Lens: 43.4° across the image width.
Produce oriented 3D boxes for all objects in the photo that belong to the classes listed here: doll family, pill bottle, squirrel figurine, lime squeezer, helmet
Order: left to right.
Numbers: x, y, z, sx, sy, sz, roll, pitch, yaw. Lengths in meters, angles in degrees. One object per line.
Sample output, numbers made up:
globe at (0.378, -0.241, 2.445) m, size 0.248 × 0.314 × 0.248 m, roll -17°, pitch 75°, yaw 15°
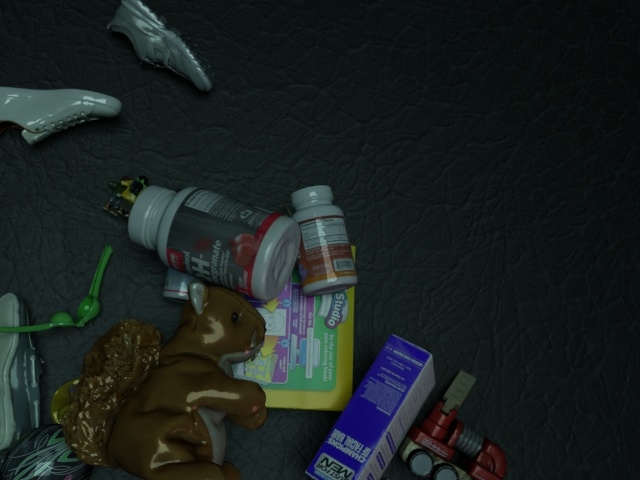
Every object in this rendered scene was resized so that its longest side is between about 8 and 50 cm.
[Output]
helmet at (-0.528, 0.437, 1.560) m, size 0.170 × 0.161 × 0.169 m, roll -1°, pitch 74°, yaw 3°
lime squeezer at (-0.524, 0.138, 1.669) m, size 0.310 × 0.059 × 0.109 m, roll -41°, pitch 129°, yaw -39°
doll family at (-0.379, -0.085, 1.767) m, size 0.193 × 0.076 × 0.111 m, roll 29°, pitch 71°, yaw -9°
squirrel figurine at (-0.287, 0.257, 1.529) m, size 0.397 × 0.281 × 0.370 m, roll 9°, pitch 77°, yaw 10°
pill bottle at (-0.286, 0.054, 1.746) m, size 0.087 × 0.087 × 0.160 m, roll 11°, pitch 78°, yaw -8°
pill bottle at (-0.216, -0.006, 1.617) m, size 0.319 × 0.176 × 0.176 m, roll 18°, pitch 75°, yaw 16°
pill bottle at (0.000, 0.000, 1.691) m, size 0.121 × 0.121 × 0.216 m, roll -9°, pitch 78°, yaw -12°

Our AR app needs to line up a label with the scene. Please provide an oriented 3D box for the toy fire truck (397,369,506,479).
toy fire truck at (0.313, 0.426, 1.771) m, size 0.217 × 0.158 × 0.246 m, roll 31°, pitch 85°, yaw -3°

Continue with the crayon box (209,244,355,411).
crayon box at (-0.088, 0.183, 1.749) m, size 0.313 × 0.106 × 0.362 m, roll 5°, pitch 77°, yaw -11°

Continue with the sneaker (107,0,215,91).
sneaker at (-0.360, -0.434, 1.840) m, size 0.281 × 0.105 × 0.115 m, roll 44°, pitch 105°, yaw -2°

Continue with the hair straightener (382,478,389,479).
hair straightener at (0.147, 0.564, 1.746) m, size 0.231 × 0.047 × 0.089 m, roll 12°, pitch 76°, yaw -2°

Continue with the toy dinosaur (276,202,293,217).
toy dinosaur at (-0.036, -0.040, 1.840) m, size 0.183 × 0.053 × 0.092 m, roll -1°, pitch 95°, yaw -3°

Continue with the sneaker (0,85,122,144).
sneaker at (-0.578, -0.263, 1.753) m, size 0.290 × 0.106 × 0.123 m, roll 1°, pitch 83°, yaw 0°

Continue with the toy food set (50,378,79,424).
toy food set at (-0.449, 0.341, 1.667) m, size 0.218 × 0.071 × 0.128 m, roll -8°, pitch 81°, yaw -12°

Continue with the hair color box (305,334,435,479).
hair color box at (0.113, 0.386, 1.683) m, size 0.110 × 0.185 × 0.338 m, roll 25°, pitch 68°, yaw 22°

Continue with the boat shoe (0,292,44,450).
boat shoe at (-0.625, 0.269, 1.653) m, size 0.099 × 0.116 × 0.319 m, roll 17°, pitch 62°, yaw -51°
